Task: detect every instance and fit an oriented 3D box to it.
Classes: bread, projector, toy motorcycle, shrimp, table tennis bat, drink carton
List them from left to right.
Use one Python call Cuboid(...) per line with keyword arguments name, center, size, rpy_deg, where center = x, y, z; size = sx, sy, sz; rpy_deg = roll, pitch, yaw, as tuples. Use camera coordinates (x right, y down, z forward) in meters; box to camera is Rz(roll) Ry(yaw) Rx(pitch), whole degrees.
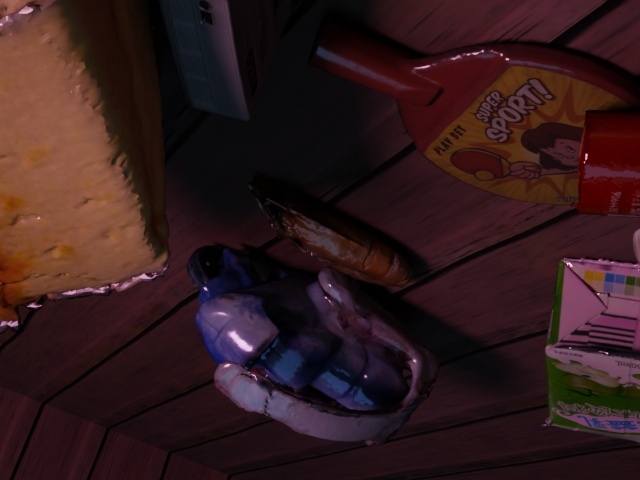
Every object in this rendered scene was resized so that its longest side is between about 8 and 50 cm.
Cuboid(name="bread", center=(-0.257, -0.108, 0.758), size=(0.345, 0.242, 0.405), rpy_deg=(-2, 152, 12))
Cuboid(name="projector", center=(-0.068, -0.175, 0.717), size=(0.061, 0.115, 0.147), rpy_deg=(15, 155, 9))
Cuboid(name="toy motorcycle", center=(-0.012, 0.117, 1.191), size=(0.319, 0.182, 0.241), rpy_deg=(25, -178, -17))
Cuboid(name="shrimp", center=(0.002, -0.003, 1.120), size=(0.236, 0.053, 0.133), rpy_deg=(28, 175, -29))
Cuboid(name="table tennis bat", center=(0.138, -0.107, 0.823), size=(0.310, 0.038, 0.200), rpy_deg=(19, 153, -12))
Cuboid(name="drink carton", center=(0.328, 0.131, 1.096), size=(0.161, 0.108, 0.271), rpy_deg=(8, 153, 19))

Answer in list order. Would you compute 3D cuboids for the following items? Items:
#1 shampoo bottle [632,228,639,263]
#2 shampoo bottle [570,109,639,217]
Cuboid(name="shampoo bottle", center=(0.379, 0.059, 0.942), size=(0.212, 0.072, 0.049), rpy_deg=(38, 117, -19))
Cuboid(name="shampoo bottle", center=(0.343, -0.049, 0.721), size=(0.314, 0.076, 0.118), rpy_deg=(3, 166, 14))
